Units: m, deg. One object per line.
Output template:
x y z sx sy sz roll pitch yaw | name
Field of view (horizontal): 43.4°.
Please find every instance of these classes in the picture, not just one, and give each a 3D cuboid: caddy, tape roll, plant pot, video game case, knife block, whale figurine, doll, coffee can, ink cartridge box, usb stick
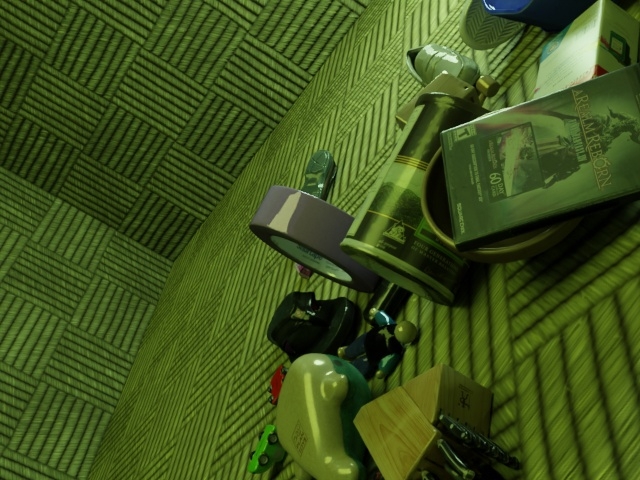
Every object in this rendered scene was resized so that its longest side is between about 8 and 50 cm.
0.417 -0.483 1.378 0.341 0.179 0.242 -121 41 -72 | caddy
0.000 0.000 1.574 0.090 0.274 0.275 -62 16 -11 | tape roll
0.266 -0.059 1.101 0.237 0.110 0.238 -17 52 23 | plant pot
0.292 -0.106 1.025 0.274 0.026 0.196 -18 51 23 | video game case
0.128 0.290 1.003 0.275 0.088 0.242 -41 24 47 | knife block
0.027 0.298 1.250 0.272 0.141 0.216 -120 43 -54 | whale figurine
0.096 0.177 1.371 0.189 0.046 0.129 -36 47 49 | doll
0.181 -0.063 1.277 0.275 0.201 0.201 -62 16 -6 | coffee can
0.386 -0.231 1.182 0.134 0.078 0.231 -39 25 52 | ink cartridge box
0.162 0.036 1.441 0.278 0.045 0.077 -58 9 4 | usb stick

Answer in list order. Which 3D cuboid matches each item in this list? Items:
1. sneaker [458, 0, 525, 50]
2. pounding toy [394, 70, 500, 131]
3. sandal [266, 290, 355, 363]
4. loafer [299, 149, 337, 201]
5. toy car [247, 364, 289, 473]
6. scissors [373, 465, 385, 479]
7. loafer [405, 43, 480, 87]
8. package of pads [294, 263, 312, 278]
0.397 -0.533 1.641 0.350 0.131 0.148 -53 9 1 | sneaker
0.265 -0.219 1.477 0.206 0.181 0.094 -42 49 -6 | pounding toy
-0.054 0.179 1.722 0.168 0.107 0.445 -63 16 -11 | sandal
-0.014 -0.121 2.236 0.096 0.084 0.268 6 66 38 | loafer
-0.072 0.352 1.564 0.225 0.053 0.239 -65 16 -18 | toy car
0.085 0.358 1.149 0.297 0.021 0.109 -64 14 -19 | scissors
0.257 -0.371 1.763 0.112 0.111 0.319 -57 16 7 | loafer
-0.039 0.062 2.023 0.050 0.032 0.083 -60 16 6 | package of pads
